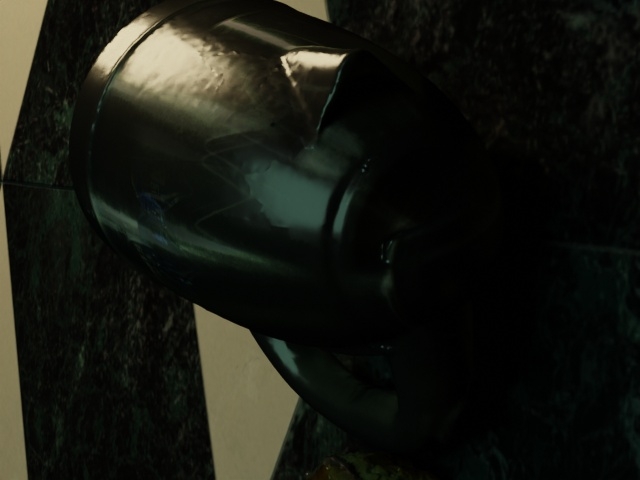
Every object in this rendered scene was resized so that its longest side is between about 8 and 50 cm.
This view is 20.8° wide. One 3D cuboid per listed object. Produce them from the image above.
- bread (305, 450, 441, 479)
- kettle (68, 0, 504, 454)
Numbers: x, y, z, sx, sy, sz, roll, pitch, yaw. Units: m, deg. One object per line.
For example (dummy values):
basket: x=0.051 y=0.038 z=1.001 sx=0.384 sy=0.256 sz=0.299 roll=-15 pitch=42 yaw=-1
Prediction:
bread: x=0.031 y=0.217 z=1.253 sx=0.128 sy=0.069 sz=0.140 roll=35 pitch=119 yaw=57
kettle: x=0.000 y=0.000 z=1.219 sx=0.324 sy=0.228 sz=0.321 roll=27 pitch=133 yaw=54
